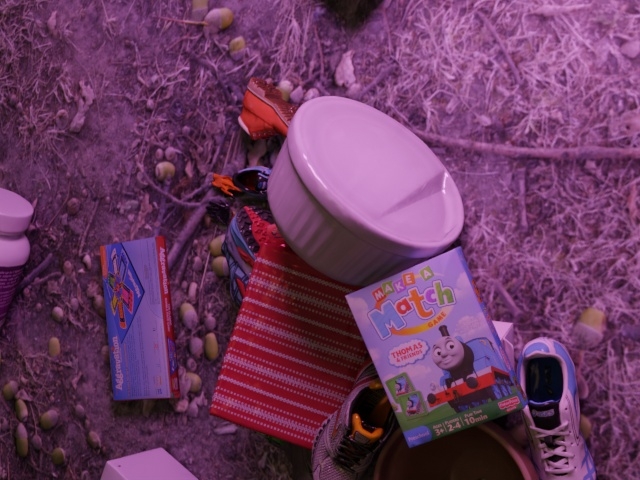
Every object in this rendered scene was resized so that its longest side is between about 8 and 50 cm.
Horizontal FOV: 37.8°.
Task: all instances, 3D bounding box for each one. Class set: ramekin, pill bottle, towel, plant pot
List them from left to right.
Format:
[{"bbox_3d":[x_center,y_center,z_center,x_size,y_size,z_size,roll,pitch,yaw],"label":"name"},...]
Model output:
[{"bbox_3d":[-0.663,0.052,1.807,0.169,0.169,0.301,36,110,29],"label":"pill bottle"},{"bbox_3d":[-0.030,0.152,1.354,0.199,0.031,0.275,18,91,5],"label":"towel"},{"bbox_3d":[0.051,-0.057,1.268,0.273,0.273,0.127,55,129,22],"label":"ramekin"},{"bbox_3d":[0.198,0.340,1.252,0.237,0.110,0.237,0,89,35],"label":"plant pot"}]

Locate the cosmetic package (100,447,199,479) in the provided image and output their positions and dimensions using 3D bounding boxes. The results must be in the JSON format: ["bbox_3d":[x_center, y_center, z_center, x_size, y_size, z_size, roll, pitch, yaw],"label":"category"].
[{"bbox_3d":[-0.275,0.509,1.560,0.224,0.138,0.224,33,107,30],"label":"cosmetic package"}]

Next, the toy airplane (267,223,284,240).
[{"bbox_3d":[0.000,0.000,1.416,0.151,0.028,0.151,0,94,6],"label":"toy airplane"}]

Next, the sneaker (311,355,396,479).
[{"bbox_3d":[0.047,0.261,1.280,0.088,0.093,0.225,23,106,0],"label":"sneaker"}]

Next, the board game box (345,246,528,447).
[{"bbox_3d":[0.144,0.135,1.178,0.160,0.039,0.211,-25,85,21],"label":"board game box"}]

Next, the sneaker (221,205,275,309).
[{"bbox_3d":[-0.078,0.082,1.466,0.125,0.104,0.262,-42,64,48],"label":"sneaker"}]

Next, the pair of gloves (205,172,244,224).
[{"bbox_3d":[-0.156,-0.068,1.553,0.074,0.010,0.083,22,105,31],"label":"pair of gloves"}]

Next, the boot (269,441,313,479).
[{"bbox_3d":[-0.026,0.351,1.439,0.161,0.083,0.246,39,110,39],"label":"boot"}]

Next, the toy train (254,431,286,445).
[{"bbox_3d":[-0.077,0.295,1.439,0.083,0.017,0.023,10,61,54],"label":"toy train"}]

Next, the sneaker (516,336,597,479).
[{"bbox_3d":[0.296,0.243,1.200,0.085,0.086,0.237,-13,84,32],"label":"sneaker"}]

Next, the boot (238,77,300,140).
[{"bbox_3d":[-0.072,-0.182,1.471,0.158,0.059,0.084,45,117,35],"label":"boot"}]

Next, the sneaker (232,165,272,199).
[{"bbox_3d":[-0.068,-0.082,1.454,0.162,0.073,0.063,7,94,30],"label":"sneaker"}]

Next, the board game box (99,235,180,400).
[{"bbox_3d":[-0.321,0.140,1.658,0.145,0.027,0.281,-8,86,33],"label":"board game box"}]

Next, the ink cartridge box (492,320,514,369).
[{"bbox_3d":[0.195,0.162,1.246,0.143,0.090,0.092,5,114,27],"label":"ink cartridge box"}]

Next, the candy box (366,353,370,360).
[{"bbox_3d":[0.124,0.109,1.351,0.206,0.027,0.105,-19,80,33],"label":"candy box"}]
